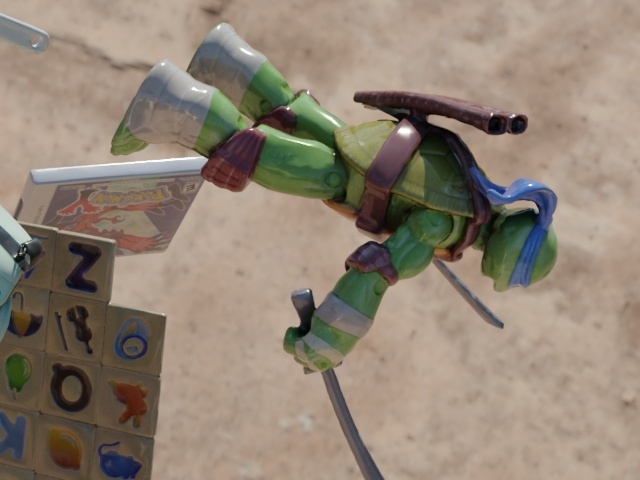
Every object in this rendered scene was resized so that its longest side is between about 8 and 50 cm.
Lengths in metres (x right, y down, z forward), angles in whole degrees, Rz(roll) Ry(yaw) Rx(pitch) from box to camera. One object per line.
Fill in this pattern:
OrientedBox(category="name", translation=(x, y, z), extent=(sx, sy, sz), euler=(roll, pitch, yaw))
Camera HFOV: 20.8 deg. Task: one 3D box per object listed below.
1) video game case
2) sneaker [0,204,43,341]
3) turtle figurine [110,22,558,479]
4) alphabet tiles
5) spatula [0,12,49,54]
OrientedBox(category="video game case", translation=(-0.240, -0.029, 1.918), extent=(0.201, 0.183, 0.023), euler=(-6, 63, -26))
OrientedBox(category="sneaker", translation=(-0.291, 0.038, 1.169), extent=(0.151, 0.094, 0.256), euler=(43, 49, -1))
OrientedBox(category="turtle figurine", translation=(0.000, 0.000, 1.109), extent=(0.266, 0.275, 0.198), euler=(33, 63, 7))
OrientedBox(category="alphabet tiles", translation=(-0.280, 0.152, 1.601), extent=(0.285, 0.343, 0.011), euler=(10, 11, 17))
OrientedBox(category="spatula", translation=(-0.231, -0.211, 1.072), extent=(0.242, 0.168, 0.019), euler=(19, 12, -46))
